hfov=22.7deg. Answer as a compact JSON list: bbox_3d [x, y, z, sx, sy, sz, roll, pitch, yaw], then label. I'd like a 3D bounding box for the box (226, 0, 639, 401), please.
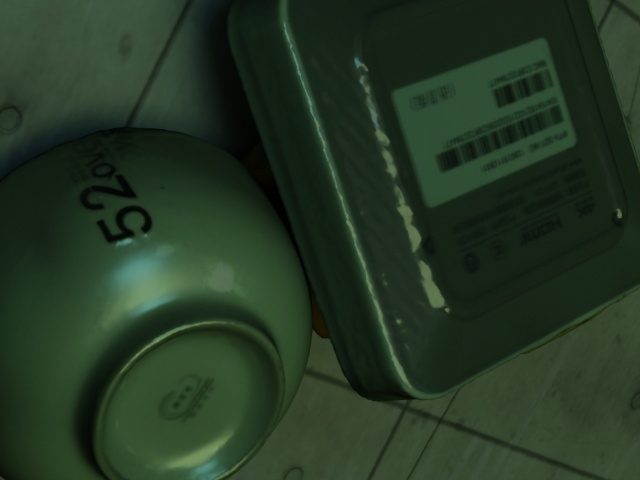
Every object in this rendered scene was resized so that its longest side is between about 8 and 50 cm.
[{"bbox_3d":[0.130,-0.088,1.460,0.396,0.111,0.396,-24,98,-39],"label":"box"}]

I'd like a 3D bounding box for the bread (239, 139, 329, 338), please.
[{"bbox_3d":[0.000,0.000,1.542,0.092,0.074,0.239,-44,131,-20],"label":"bread"}]

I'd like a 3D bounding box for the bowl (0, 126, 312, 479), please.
[{"bbox_3d":[-0.147,0.098,1.355,0.354,0.185,0.354,-15,123,-24],"label":"bowl"}]

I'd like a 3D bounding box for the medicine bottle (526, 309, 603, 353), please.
[{"bbox_3d":[0.322,0.031,1.818,0.309,0.076,0.111,-23,129,-29],"label":"medicine bottle"}]
